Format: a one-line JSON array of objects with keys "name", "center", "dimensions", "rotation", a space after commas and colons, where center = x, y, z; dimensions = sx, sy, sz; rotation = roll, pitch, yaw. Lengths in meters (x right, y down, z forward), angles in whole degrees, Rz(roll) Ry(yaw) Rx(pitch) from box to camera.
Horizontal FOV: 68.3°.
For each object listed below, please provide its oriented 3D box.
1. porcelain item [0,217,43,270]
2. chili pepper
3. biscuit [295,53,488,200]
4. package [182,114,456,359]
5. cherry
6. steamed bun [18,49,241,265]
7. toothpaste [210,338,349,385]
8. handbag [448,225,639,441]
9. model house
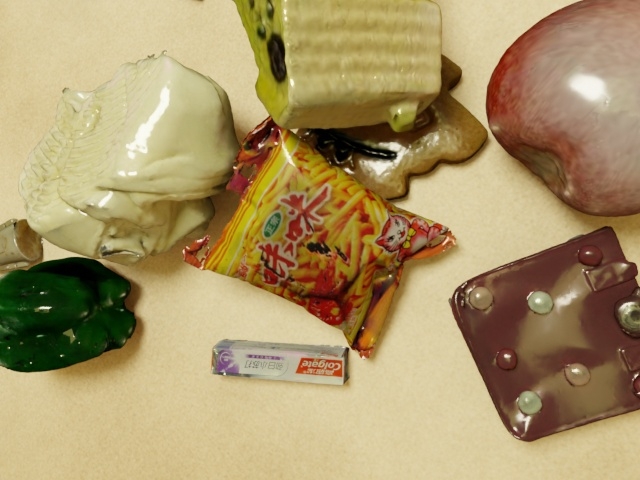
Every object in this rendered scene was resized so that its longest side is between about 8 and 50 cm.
[{"name": "porcelain item", "center": [-0.587, 0.026, 0.818], "dimensions": [0.213, 0.054, 0.084], "rotation": [-16, 81, 15]}, {"name": "chili pepper", "center": [-0.419, 0.111, 0.712], "dimensions": [0.261, 0.174, 0.165], "rotation": [-6, 110, 15]}, {"name": "biscuit", "center": [0.070, -0.203, 0.649], "dimensions": [0.279, 0.043, 0.301], "rotation": [-9, 84, 15]}, {"name": "package", "center": [-0.004, 0.005, 0.607], "dimensions": [0.288, 0.108, 0.223], "rotation": [33, 103, -5]}, {"name": "cherry", "center": [0.311, -0.156, 0.493], "dimensions": [0.240, 0.206, 0.239], "rotation": [-4, 81, 28]}, {"name": "steamed bun", "center": [-0.241, -0.097, 0.651], "dimensions": [0.320, 0.206, 0.274], "rotation": [-1, 69, 38]}, {"name": "toothpaste", "center": [-0.058, 0.170, 0.666], "dimensions": [0.197, 0.040, 0.047], "rotation": [0, 89, 15]}, {"name": "handbag", "center": [0.284, 0.111, 0.554], "dimensions": [0.216, 0.074, 0.203], "rotation": [-23, 81, 13]}, {"name": "model house", "center": [0.022, -0.233, 0.521], "dimensions": [0.194, 0.175, 0.234], "rotation": [-10, 75, -23]}]
